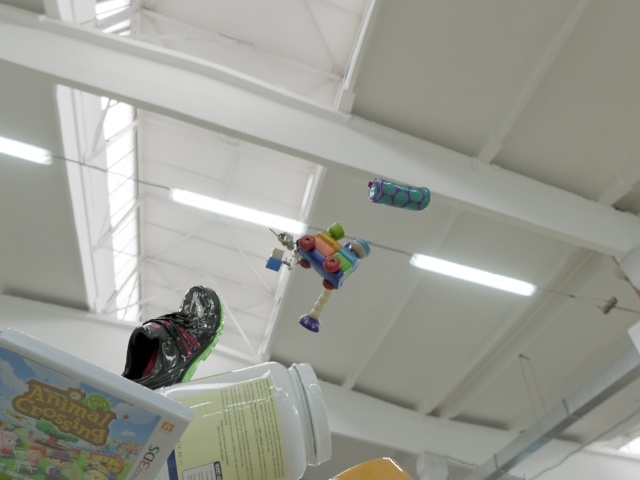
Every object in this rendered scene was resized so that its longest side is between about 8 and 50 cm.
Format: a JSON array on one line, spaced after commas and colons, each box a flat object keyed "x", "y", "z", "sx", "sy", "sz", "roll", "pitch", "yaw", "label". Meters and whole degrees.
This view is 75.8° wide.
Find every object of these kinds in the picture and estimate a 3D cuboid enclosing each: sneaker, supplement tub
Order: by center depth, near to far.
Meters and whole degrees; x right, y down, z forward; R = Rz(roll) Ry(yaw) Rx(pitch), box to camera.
[{"x": -0.162, "y": 0.381, "z": 0.824, "sx": 0.324, "sy": 0.235, "sz": 0.236, "roll": -9, "pitch": -49, "yaw": -15, "label": "supplement tub"}, {"x": -0.441, "y": 0.292, "z": 1.229, "sx": 0.185, "sy": 0.483, "sz": 0.202, "roll": -13, "pitch": -58, "yaw": 21, "label": "sneaker"}]

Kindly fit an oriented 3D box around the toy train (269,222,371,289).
[{"x": 0.000, "y": 0.000, "z": 1.061, "sx": 0.248, "sy": 0.143, "sz": 0.105, "roll": 40, "pitch": -28, "yaw": 25, "label": "toy train"}]

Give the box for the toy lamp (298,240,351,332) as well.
[{"x": 0.033, "y": 0.131, "z": 1.181, "sx": 0.080, "sy": 0.080, "sz": 0.275, "roll": 26, "pitch": -83, "yaw": -12, "label": "toy lamp"}]

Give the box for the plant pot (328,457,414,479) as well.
[{"x": 0.053, "y": 0.270, "z": 0.274, "sx": 0.205, "sy": 0.188, "sz": 0.205, "roll": -18, "pitch": -46, "yaw": -20, "label": "plant pot"}]

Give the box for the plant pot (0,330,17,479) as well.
[{"x": -0.531, "y": 0.348, "z": 0.701, "sx": 0.352, "sy": 0.367, "sz": 0.367, "roll": -4, "pitch": -51, "yaw": 30, "label": "plant pot"}]

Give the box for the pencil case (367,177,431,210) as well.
[{"x": 0.198, "y": -0.115, "z": 1.036, "sx": 0.151, "sy": 0.070, "sz": 0.065, "roll": 8, "pitch": -55, "yaw": -21, "label": "pencil case"}]

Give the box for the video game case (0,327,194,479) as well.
[{"x": -0.278, "y": 0.217, "z": 0.463, "sx": 0.212, "sy": 0.023, "sz": 0.193, "roll": 29, "pitch": -70, "yaw": -11, "label": "video game case"}]

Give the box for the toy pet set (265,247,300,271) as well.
[{"x": -0.103, "y": 0.069, "z": 1.244, "sx": 0.114, "sy": 0.065, "sz": 0.122, "roll": 20, "pitch": -19, "yaw": -12, "label": "toy pet set"}]
